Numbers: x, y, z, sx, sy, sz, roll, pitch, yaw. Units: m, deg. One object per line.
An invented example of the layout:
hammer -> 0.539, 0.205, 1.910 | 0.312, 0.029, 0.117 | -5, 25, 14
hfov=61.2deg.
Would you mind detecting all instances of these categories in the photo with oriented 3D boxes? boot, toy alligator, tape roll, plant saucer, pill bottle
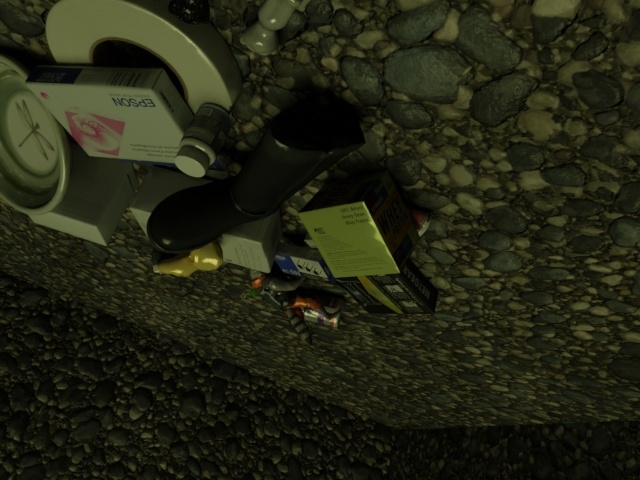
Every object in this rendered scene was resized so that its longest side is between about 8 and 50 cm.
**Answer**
boot -> -0.157, -0.125, 1.160 | 0.445, 0.367, 0.146 | -24, 92, 57
toy alligator -> -0.238, 0.192, 2.082 | 0.051, 0.056, 0.190 | -14, 175, -39
tape roll -> -0.355, -0.354, 1.108 | 0.392, 0.072, 0.392 | 15, 152, 8
plant saucer -> -0.736, -0.265, 1.351 | 0.400, 0.100, 0.400 | 12, 116, 27
pill bottle -> -0.018, 0.244, 1.977 | 0.193, 0.108, 0.108 | 14, 153, 9
pill bottle -> -0.237, -0.201, 1.092 | 0.078, 0.137, 0.078 | 15, 153, 8

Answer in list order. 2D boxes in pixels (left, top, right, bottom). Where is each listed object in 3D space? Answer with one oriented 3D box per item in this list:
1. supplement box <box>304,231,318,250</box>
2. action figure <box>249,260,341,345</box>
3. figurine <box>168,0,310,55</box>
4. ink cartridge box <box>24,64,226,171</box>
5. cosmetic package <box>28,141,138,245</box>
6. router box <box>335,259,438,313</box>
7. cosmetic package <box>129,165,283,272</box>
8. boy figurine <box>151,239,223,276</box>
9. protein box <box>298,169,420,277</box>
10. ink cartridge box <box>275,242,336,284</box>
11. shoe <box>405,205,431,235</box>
supplement box -> 0.000, 0.000, 1.562 | 0.036, 0.062, 0.098 | -1, 147, 35
action figure -> -0.096, 0.172, 1.791 | 0.330, 0.178, 0.341 | 41, 145, -2
figurine -> -0.134, -0.393, 0.881 | 0.215, 0.092, 0.209 | 20, 159, -19
ink cartridge box -> -0.417, -0.244, 1.203 | 0.324, 0.071, 0.330 | 7, 151, 20
cosmetic package -> -0.678, -0.135, 1.541 | 0.224, 0.224, 0.138 | 19, 153, 0
router box -> 0.185, 0.126, 1.663 | 0.243, 0.081, 0.309 | -5, 145, 37
cosmetic package -> -0.313, -0.058, 1.541 | 0.385, 0.156, 0.217 | 13, 154, 8
boy figurine -> -0.351, 0.045, 1.426 | 0.285, 0.177, 0.092 | -10, 100, 53
protein box -> 0.095, -0.035, 1.293 | 0.200, 0.136, 0.201 | -8, 122, 41
ink cartridge box -> -0.050, 0.066, 1.600 | 0.207, 0.046, 0.097 | 10, 142, 43
shoe -> 0.214, -0.027, 1.388 | 0.081, 0.063, 0.178 | 21, 148, -2
